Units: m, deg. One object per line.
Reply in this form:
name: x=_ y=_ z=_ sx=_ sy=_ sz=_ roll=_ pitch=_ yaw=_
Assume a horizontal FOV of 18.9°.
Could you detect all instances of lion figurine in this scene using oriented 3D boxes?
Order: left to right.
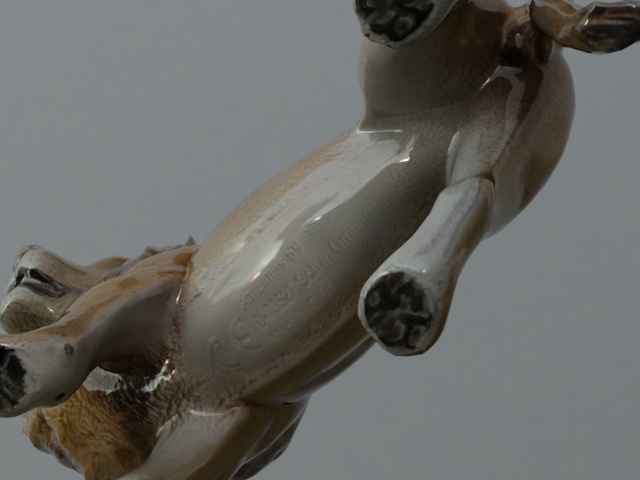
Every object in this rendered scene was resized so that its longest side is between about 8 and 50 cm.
lion figurine: x=0.000 y=0.000 z=0.774 sx=0.392 sy=0.142 sz=0.240 roll=-32 pitch=0 yaw=28
